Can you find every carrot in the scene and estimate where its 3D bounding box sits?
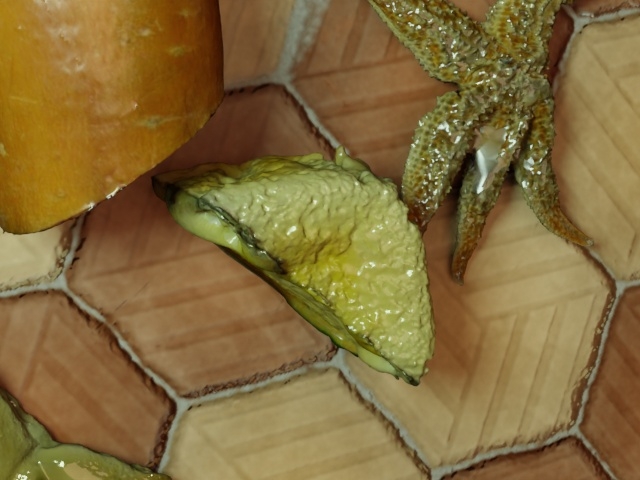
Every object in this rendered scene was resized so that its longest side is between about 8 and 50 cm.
[{"bbox_3d":[-0.170,-0.192,0.892,0.214,0.193,0.331,-19,106,-26],"label":"carrot"}]

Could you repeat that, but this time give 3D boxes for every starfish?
[{"bbox_3d":[0.131,-0.102,1.070,0.301,0.084,0.293,-1,95,-23],"label":"starfish"}]

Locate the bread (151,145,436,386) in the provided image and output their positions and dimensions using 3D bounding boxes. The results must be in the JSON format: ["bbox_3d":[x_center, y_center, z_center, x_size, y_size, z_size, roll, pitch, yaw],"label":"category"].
[{"bbox_3d":[0.000,-0.010,0.983,0.251,0.174,0.133,38,86,-20],"label":"bread"}]

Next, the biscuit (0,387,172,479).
[{"bbox_3d":[-0.260,0.192,0.988,0.299,0.045,0.154,37,85,-18],"label":"biscuit"}]
